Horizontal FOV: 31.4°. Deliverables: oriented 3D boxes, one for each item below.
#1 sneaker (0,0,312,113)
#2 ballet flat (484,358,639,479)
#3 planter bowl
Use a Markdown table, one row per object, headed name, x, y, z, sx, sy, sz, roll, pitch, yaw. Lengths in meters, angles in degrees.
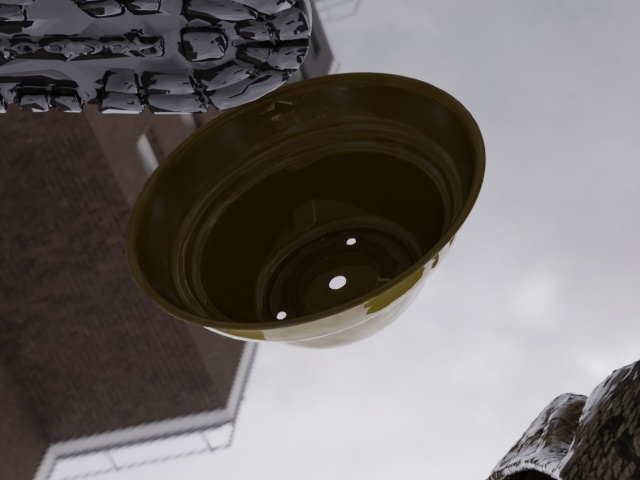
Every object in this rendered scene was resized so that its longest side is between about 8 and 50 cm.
| name | x | y | z | sx | sy | sz | roll | pitch | yaw |
| --- | --- | --- | --- | --- | --- | --- | --- | --- | --- |
| sneaker | -0.147 | -0.114 | 0.376 | 0.283 | 0.107 | 0.124 | 1 | -113 | -11 |
| ballet flat | 0.146 | 0.156 | 0.542 | 0.182 | 0.164 | 0.483 | -39 | 171 | -5 |
| planter bowl | 0.000 | 0.000 | 0.685 | 0.217 | 0.090 | 0.217 | -12 | -139 | 11 |
